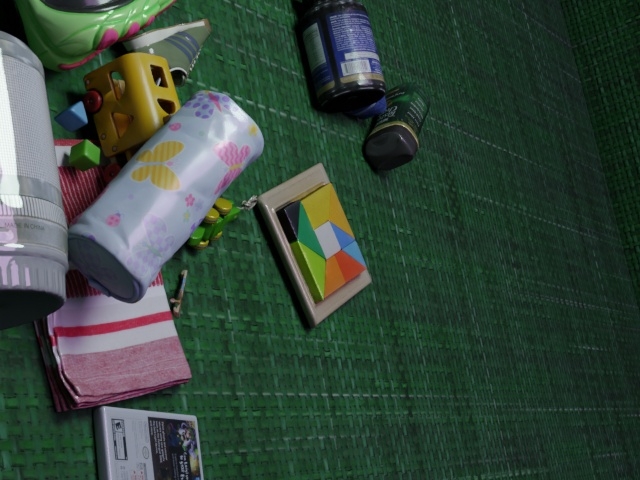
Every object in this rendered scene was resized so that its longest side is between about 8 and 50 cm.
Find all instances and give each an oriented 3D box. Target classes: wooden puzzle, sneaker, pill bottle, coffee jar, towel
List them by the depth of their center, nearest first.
[{"bbox_3d":[-0.269,0.031,1.442,0.237,0.037,0.329,-6,78,-61],"label":"towel"},{"bbox_3d":[-0.257,-0.399,1.567,0.202,0.185,0.483,59,29,-18],"label":"sneaker"},{"bbox_3d":[-0.211,-0.260,1.689,0.192,0.064,0.086,-33,110,-60],"label":"sneaker"},{"bbox_3d":[0.000,0.000,1.903,0.239,0.044,0.221,-36,104,-60],"label":"wooden puzzle"},{"bbox_3d":[0.033,-0.345,2.079,0.123,0.123,0.219,5,70,-58],"label":"pill bottle"},{"bbox_3d":[0.143,-0.211,2.213,0.079,0.096,0.184,51,34,-26],"label":"coffee jar"}]

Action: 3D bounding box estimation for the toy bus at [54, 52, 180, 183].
[{"bbox_3d":[-0.219,-0.138,1.504,0.202,0.104,0.191,50,32,-31],"label":"toy bus"}]

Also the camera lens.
[{"bbox_3d":[-0.364,-0.058,1.146,0.219,0.219,0.274,11,64,-57],"label":"camera lens"}]

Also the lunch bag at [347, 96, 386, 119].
[{"bbox_3d":[0.073,-0.276,2.161,0.065,0.067,0.098,17,58,-56],"label":"lunch bag"}]

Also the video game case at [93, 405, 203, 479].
[{"bbox_3d":[-0.199,0.299,1.420,0.173,0.022,0.190,19,57,-54],"label":"video game case"}]

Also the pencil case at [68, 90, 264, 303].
[{"bbox_3d":[-0.180,-0.053,1.398,0.273,0.113,0.124,-53,156,-27],"label":"pencil case"}]

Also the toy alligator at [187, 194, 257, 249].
[{"bbox_3d":[-0.152,-0.038,1.668,0.051,0.056,0.190,31,29,11],"label":"toy alligator"}]

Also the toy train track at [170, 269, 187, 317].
[{"bbox_3d":[-0.189,0.069,1.571,0.083,0.014,0.048,-84,-177,-50],"label":"toy train track"}]
